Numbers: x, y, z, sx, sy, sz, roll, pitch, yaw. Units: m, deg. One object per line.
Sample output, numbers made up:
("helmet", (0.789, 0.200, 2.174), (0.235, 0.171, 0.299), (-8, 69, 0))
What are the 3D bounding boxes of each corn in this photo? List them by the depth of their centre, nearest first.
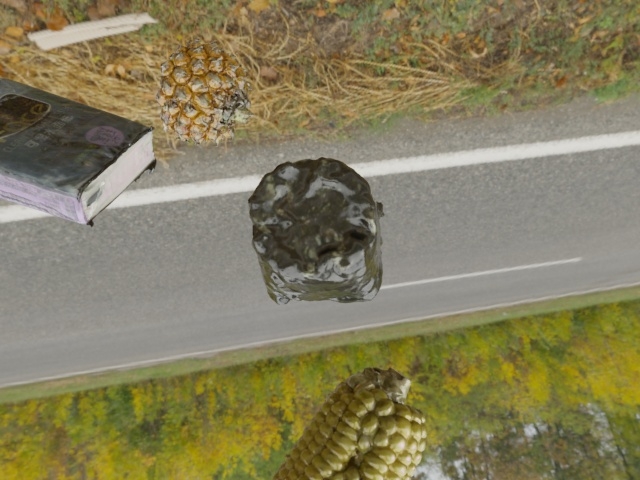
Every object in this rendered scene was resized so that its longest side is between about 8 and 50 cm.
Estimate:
("corn", (0.001, 0.290, 0.482), (0.130, 0.347, 0.130), (31, 162, 12))

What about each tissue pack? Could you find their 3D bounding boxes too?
("tissue pack", (-0.547, -0.179, 0.879), (0.361, 0.259, 0.122), (20, 133, 3))

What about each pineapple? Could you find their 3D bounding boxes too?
("pineapple", (-0.167, -0.229, 0.745), (0.136, 0.176, 0.161), (28, -171, 14))

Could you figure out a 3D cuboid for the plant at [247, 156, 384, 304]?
("plant", (0.000, 0.000, 0.460), (0.129, 0.132, 0.194), (1, 169, 8))
